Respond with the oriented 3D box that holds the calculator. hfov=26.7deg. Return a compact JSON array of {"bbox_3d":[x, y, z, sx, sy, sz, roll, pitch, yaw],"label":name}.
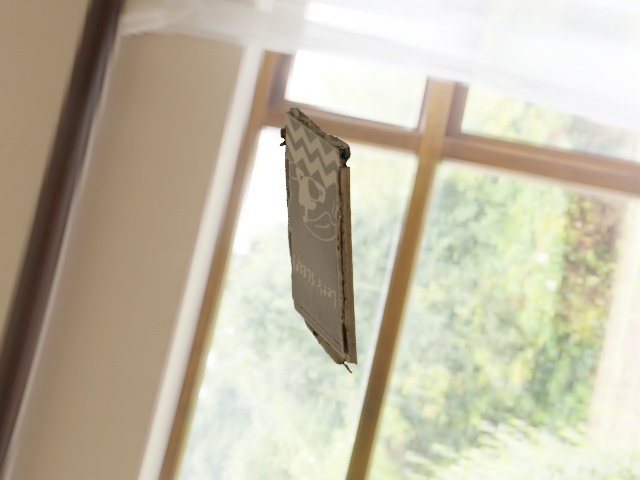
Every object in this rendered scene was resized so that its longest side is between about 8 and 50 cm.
[{"bbox_3d":[0.001,0.000,1.499,0.166,0.028,0.274,-135,37,-54],"label":"calculator"}]
